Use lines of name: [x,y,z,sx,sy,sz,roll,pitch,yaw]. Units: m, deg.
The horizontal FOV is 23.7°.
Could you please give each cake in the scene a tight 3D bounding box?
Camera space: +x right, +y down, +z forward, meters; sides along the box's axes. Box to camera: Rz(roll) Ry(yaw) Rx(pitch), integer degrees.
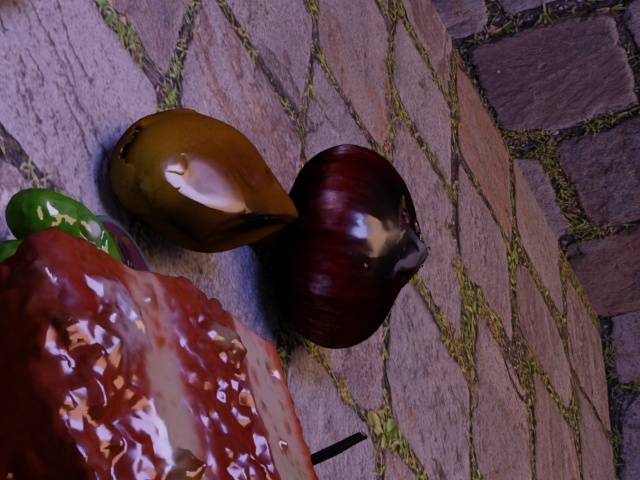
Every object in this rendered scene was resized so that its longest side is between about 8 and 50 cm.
cake: [-0.170,0.187,1.147,0.319,0.270,0.269,26,39,-52]

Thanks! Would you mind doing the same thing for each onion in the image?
onion: [0.000,0.000,2.006,0.273,0.285,0.273,-167,-90,-86]

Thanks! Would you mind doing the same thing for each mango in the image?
mango: [-0.147,-0.067,1.732,0.166,0.136,0.236,62,22,14]

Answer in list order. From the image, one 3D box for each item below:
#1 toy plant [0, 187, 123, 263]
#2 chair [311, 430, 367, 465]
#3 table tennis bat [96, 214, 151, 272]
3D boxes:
toy plant: [-0.208,0.110,1.419,0.316,0.184,0.224,43,51,-28]
chair: [-0.075,0.285,1.547,0.172,0.247,0.158,39,25,-25]
table tennis bat: [-0.200,0.088,1.607,0.153,0.040,0.244,11,58,-68]
